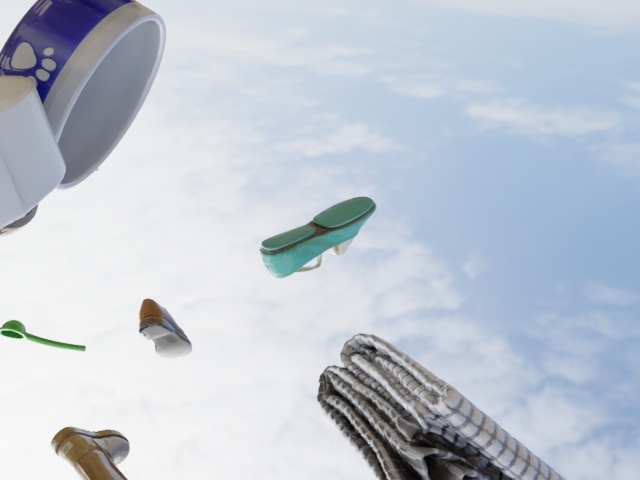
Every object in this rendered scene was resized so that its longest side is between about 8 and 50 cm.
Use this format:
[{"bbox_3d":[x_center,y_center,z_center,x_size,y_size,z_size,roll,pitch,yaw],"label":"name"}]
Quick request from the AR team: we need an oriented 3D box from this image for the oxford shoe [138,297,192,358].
[{"bbox_3d":[-0.310,0.180,1.576,0.076,0.212,0.076,-15,-122,0],"label":"oxford shoe"}]

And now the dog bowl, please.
[{"bbox_3d":[-0.315,-0.203,1.014,0.104,0.265,0.265,32,-153,-1],"label":"dog bowl"}]

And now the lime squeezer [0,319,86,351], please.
[{"bbox_3d":[-0.609,0.151,1.545,0.310,0.059,0.110,40,-135,13],"label":"lime squeezer"}]

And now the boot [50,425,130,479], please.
[{"bbox_3d":[-0.421,0.511,1.629,0.269,0.089,0.236,36,-177,31],"label":"boot"}]

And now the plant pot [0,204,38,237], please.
[{"bbox_3d":[-0.479,-0.131,1.122,0.110,0.237,0.237,-33,-162,15],"label":"plant pot"}]

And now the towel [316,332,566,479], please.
[{"bbox_3d":[0.135,0.237,0.886,0.121,0.235,0.284,-52,-161,-4],"label":"towel"}]

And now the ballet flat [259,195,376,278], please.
[{"bbox_3d":[0.000,0.000,1.423,0.247,0.087,0.083,-26,-147,-25],"label":"ballet flat"}]

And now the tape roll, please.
[{"bbox_3d":[-0.412,-0.074,0.789,0.286,0.100,0.286,-10,-154,5],"label":"tape roll"}]
